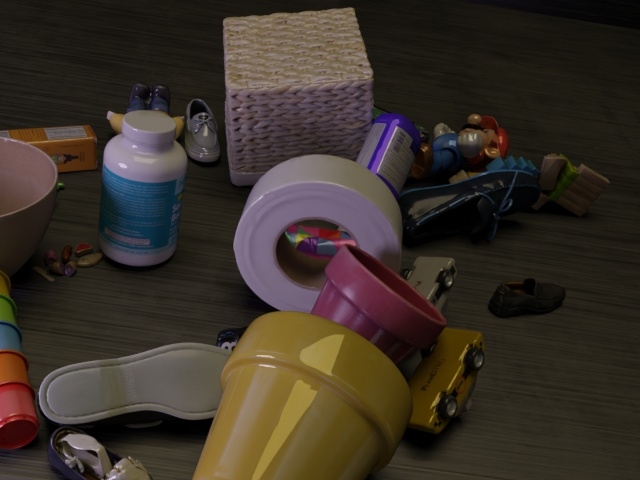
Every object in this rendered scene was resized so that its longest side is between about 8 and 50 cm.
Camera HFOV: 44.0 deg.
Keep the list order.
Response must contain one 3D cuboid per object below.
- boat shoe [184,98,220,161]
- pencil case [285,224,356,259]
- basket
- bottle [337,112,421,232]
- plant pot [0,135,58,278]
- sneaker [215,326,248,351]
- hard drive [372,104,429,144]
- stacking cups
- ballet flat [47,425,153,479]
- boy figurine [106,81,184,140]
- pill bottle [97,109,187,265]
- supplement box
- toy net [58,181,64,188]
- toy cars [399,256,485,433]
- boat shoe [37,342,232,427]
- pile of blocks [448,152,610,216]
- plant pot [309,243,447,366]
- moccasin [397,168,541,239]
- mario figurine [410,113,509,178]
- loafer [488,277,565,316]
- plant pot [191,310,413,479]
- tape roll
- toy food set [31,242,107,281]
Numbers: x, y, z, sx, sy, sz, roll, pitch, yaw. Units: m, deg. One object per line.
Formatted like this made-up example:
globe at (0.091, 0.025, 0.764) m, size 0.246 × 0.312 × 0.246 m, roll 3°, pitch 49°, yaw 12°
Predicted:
boat shoe at (-0.282, -0.263, 1.855) m, size 0.079 × 0.081 × 0.227 m, roll -2°, pitch 35°, yaw -17°
pencil case at (0.026, 0.026, 1.488) m, size 0.237 × 0.104 × 0.104 m, roll 8°, pitch 33°, yaw 1°
basket at (-0.059, -0.326, 1.772) m, size 0.332 × 0.266 × 0.328 m, roll -6°, pitch 44°, yaw -3°
bottle at (0.114, -0.121, 1.623) m, size 0.092 × 0.118 × 0.282 m, roll 8°, pitch 66°, yaw 40°
plant pot at (-0.586, -0.029, 1.330) m, size 0.284 × 0.190 × 0.284 m, roll 6°, pitch 33°, yaw -4°
sneaker at (-0.099, 0.167, 1.201) m, size 0.121 × 0.079 × 0.217 m, roll -3°, pitch -7°, yaw -11°
hard drive at (0.074, -0.285, 1.997) m, size 0.339 × 0.064 × 0.237 m, roll 28°, pitch 38°, yaw 27°
stacking cups at (-0.469, 0.166, 1.164) m, size 0.096 × 0.096 × 0.316 m, roll -12°, pitch 41°, yaw -29°
ballet flat at (-0.276, 0.301, 1.026) m, size 0.203 × 0.074 × 0.074 m, roll 26°, pitch 37°, yaw 22°
boy figurine at (-0.405, -0.274, 1.835) m, size 0.177 × 0.092 × 0.285 m, roll 5°, pitch 31°, yaw -12°
pill bottle at (-0.319, -0.095, 1.424) m, size 0.146 × 0.264 × 0.146 m, roll 10°, pitch 31°, yaw -6°
supplement box at (-0.595, -0.189, 1.669) m, size 0.234 × 0.078 × 0.080 m, roll -6°, pitch 34°, yaw -24°
toy net at (-0.638, -0.114, 1.574) m, size 0.232 × 0.045 × 0.122 m, roll 6°, pitch 34°, yaw -6°
toy cars at (0.184, 0.174, 1.314) m, size 0.177 × 0.087 × 0.393 m, roll -26°, pitch 31°, yaw 12°
boat shoe at (-0.247, 0.210, 1.142) m, size 0.303 × 0.091 × 0.114 m, roll 3°, pitch 73°, yaw -19°
pile of blocks at (0.472, -0.154, 1.827) m, size 0.363 × 0.148 × 0.112 m, roll 3°, pitch 34°, yaw -9°
plant pot at (0.064, 0.134, 1.229) m, size 0.201 × 0.180 × 0.201 m, roll 36°, pitch 9°, yaw -7°
moccasin at (0.320, -0.056, 1.686) m, size 0.342 × 0.137 × 0.116 m, roll -15°, pitch 43°, yaw -11°
mario figurine at (0.317, -0.242, 1.879) m, size 0.321 × 0.170 × 0.198 m, roll -15°, pitch 54°, yaw -35°
loafer at (0.403, 0.100, 1.507) m, size 0.170 × 0.061 × 0.062 m, roll -9°, pitch 37°, yaw -27°
plant pot at (-0.039, 0.261, 1.016) m, size 0.254 × 0.254 × 0.239 m, roll 20°, pitch 51°, yaw 15°
tape roll at (0.000, 0.000, 1.357) m, size 0.287 × 0.286 × 0.100 m, roll 10°, pitch 33°, yaw 0°
toy food set at (-0.454, 0.030, 1.429) m, size 0.078 × 0.019 × 0.122 m, roll 27°, pitch 37°, yaw 24°
